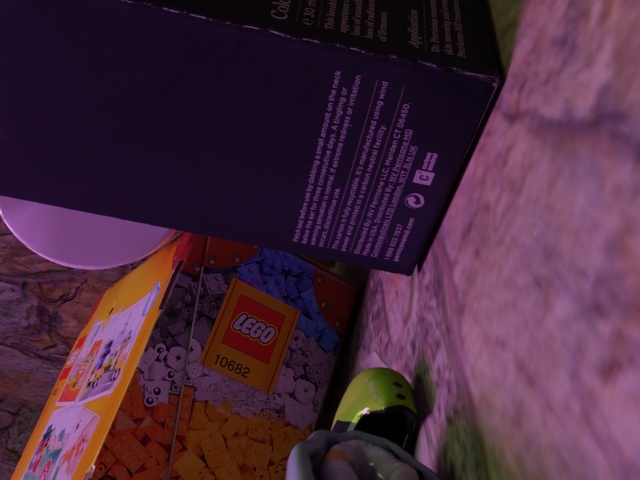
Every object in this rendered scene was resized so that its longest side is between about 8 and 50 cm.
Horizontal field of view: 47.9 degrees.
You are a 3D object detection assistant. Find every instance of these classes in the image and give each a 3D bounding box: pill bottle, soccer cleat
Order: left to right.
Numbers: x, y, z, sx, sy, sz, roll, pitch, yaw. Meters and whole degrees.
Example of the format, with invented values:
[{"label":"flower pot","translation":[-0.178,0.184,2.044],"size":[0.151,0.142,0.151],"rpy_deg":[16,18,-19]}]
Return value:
[{"label":"pill bottle","translation":[-0.242,-0.084,0.807],"size":[0.363,0.210,0.210],"rpy_deg":[-143,64,-74]},{"label":"soccer cleat","translation":[0.019,0.169,0.461],"size":[0.072,0.060,0.179],"rpy_deg":[-115,40,-78]}]

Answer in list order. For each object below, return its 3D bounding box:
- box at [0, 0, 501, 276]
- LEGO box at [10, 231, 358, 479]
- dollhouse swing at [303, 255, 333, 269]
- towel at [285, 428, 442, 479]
[{"label":"box","translation":[-0.053,-0.177,0.573],"size":[0.343,0.312,0.179],"rpy_deg":[-83,8,-46]},{"label":"LEGO box","translation":[-0.206,0.223,0.875],"size":[0.500,0.193,0.373],"rpy_deg":[-26,40,59]},{"label":"dollhouse swing","translation":[-0.152,-0.159,1.054],"size":[0.347,0.304,0.315],"rpy_deg":[51,133,53]},{"label":"towel","translation":[0.006,0.272,0.230],"size":[0.374,0.090,0.321],"rpy_deg":[-132,55,-83]}]
